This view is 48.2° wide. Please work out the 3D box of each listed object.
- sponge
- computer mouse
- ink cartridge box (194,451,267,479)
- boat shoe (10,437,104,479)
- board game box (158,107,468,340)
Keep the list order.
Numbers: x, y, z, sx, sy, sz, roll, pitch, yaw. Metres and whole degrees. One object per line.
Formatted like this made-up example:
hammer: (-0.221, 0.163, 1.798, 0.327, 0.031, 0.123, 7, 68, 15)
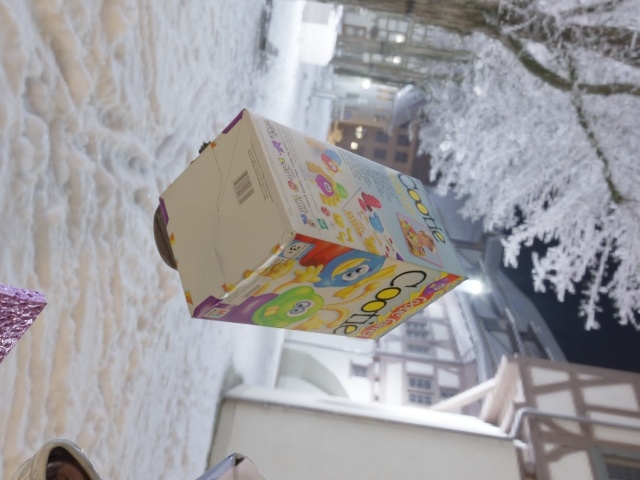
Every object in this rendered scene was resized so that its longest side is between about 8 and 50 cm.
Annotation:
sponge: (-0.505, 0.141, 1.040, 0.210, 0.117, 0.031, -48, -129, 17)
computer mouse: (-0.172, -0.027, 1.087, 0.272, 0.072, 0.188, -23, -95, 54)
ink cartridge box: (-0.087, 0.371, 0.469, 0.151, 0.270, 0.395, -24, 153, -47)
boat shoe: (-0.204, 0.343, 0.674, 0.103, 0.118, 0.320, -46, -114, 50)
board game box: (0.000, 0.000, 0.731, 0.142, 0.275, 0.144, -39, -124, 29)
